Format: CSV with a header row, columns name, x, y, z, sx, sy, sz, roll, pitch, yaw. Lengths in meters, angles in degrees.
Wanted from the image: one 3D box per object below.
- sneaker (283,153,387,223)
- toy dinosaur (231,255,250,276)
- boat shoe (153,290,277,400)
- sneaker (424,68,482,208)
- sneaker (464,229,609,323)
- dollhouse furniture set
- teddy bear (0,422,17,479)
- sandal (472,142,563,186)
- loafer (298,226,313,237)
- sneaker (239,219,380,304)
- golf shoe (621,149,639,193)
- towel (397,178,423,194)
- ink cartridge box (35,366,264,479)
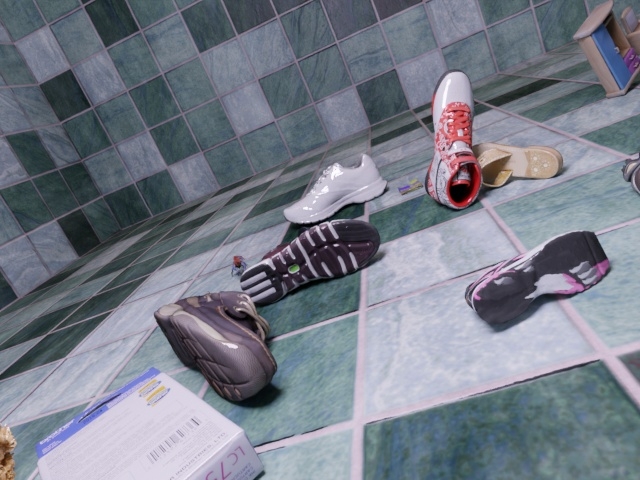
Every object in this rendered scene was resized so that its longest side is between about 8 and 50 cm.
name,x,y,z,sx,sy,sz,roll,pitch,yaw
sneaker,0.029,-0.140,1.353,0.297,0.129,0.111,-26,18,-1
toy dinosaur,-0.193,0.051,1.177,0.047,0.090,0.082,-13,45,-18
boat shoe,-0.151,0.130,0.751,0.130,0.132,0.355,-33,19,-27
sneaker,0.277,-0.197,0.975,0.090,0.269,0.145,1,20,-9
sneaker,0.252,0.036,0.596,0.178,0.071,0.077,-20,5,-5
dollhouse furniture set,0.833,-0.521,1.161,0.286,0.198,0.303,-50,22,-19
teddy bear,-0.321,0.307,0.414,0.338,0.113,0.245,8,61,44
sandal,0.353,-0.147,0.993,0.079,0.088,0.240,-30,22,-32
loafer,0.000,0.000,1.098,0.061,0.062,0.170,-7,12,-25
sneaker,-0.020,0.019,0.971,0.282,0.106,0.162,-22,13,10
golf shoe,0.503,-0.136,0.655,0.077,0.198,0.093,17,35,-4
towel,0.232,-0.140,1.277,0.060,0.009,0.083,-22,16,8
ink cartridge box,-0.219,0.254,0.576,0.186,0.065,0.311,-35,22,-30
